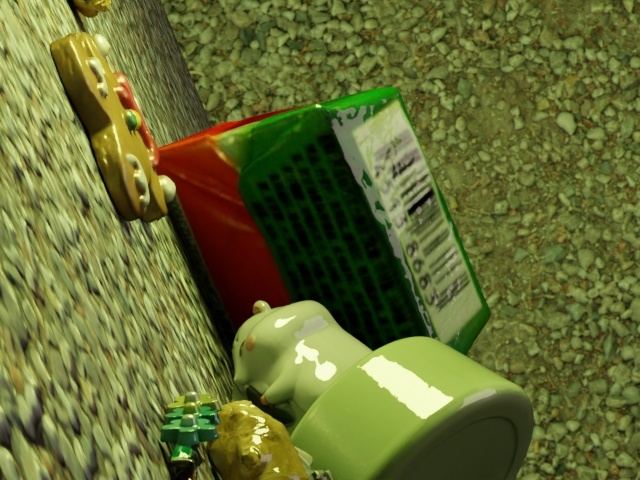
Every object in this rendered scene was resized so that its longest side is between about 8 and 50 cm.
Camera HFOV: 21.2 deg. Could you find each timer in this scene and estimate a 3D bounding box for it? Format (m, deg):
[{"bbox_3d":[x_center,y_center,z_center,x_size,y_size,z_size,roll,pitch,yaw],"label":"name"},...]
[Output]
[{"bbox_3d":[0.022,0.187,1.842,0.315,0.291,0.291,40,-14,30],"label":"timer"}]

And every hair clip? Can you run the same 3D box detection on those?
[{"bbox_3d":[-0.100,0.149,1.344,0.173,0.049,0.049,-103,170,-77],"label":"hair clip"}]

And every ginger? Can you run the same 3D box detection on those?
[{"bbox_3d":[-0.041,0.236,1.511,0.115,0.081,0.205,29,33,-32],"label":"ginger"}]

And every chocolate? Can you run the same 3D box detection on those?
[{"bbox_3d":[0.000,0.000,2.032,0.341,0.161,0.360,-7,-69,48],"label":"chocolate"}]

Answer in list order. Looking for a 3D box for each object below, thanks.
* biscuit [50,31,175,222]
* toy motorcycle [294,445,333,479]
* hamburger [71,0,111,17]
[{"bbox_3d":[-0.206,-0.123,1.774,0.339,0.047,0.216,-4,72,-88],"label":"biscuit"},{"bbox_3d":[-0.015,0.269,1.626,0.229,0.094,0.130,59,0,12],"label":"toy motorcycle"},{"bbox_3d":[-0.276,-0.298,1.983,0.083,0.044,0.076,57,11,-71],"label":"hamburger"}]
